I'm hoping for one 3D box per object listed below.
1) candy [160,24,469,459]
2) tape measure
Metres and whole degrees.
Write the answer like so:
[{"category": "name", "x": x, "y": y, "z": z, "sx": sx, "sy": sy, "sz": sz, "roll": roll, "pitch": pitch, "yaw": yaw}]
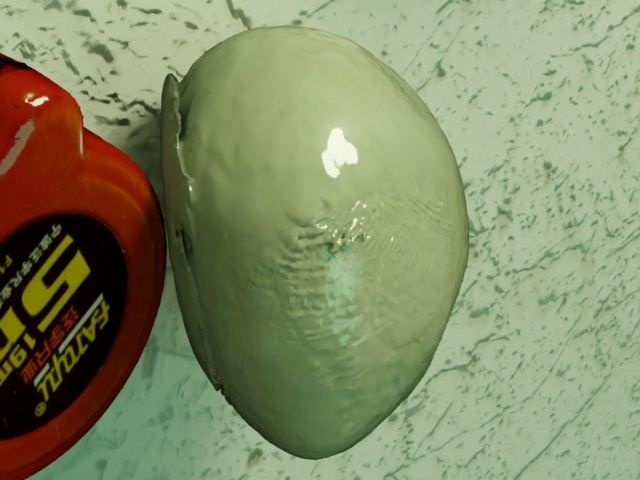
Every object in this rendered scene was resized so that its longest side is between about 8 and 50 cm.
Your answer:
[{"category": "candy", "x": 0.000, "y": 0.000, "z": 1.243, "sx": 0.185, "sy": 0.295, "sz": 0.295, "roll": -12, "pitch": 131, "yaw": 0}, {"category": "tape measure", "x": -0.209, "y": 0.031, "z": 1.151, "sx": 0.253, "sy": 0.114, "sz": 0.260, "roll": -52, "pitch": 146, "yaw": -14}]
